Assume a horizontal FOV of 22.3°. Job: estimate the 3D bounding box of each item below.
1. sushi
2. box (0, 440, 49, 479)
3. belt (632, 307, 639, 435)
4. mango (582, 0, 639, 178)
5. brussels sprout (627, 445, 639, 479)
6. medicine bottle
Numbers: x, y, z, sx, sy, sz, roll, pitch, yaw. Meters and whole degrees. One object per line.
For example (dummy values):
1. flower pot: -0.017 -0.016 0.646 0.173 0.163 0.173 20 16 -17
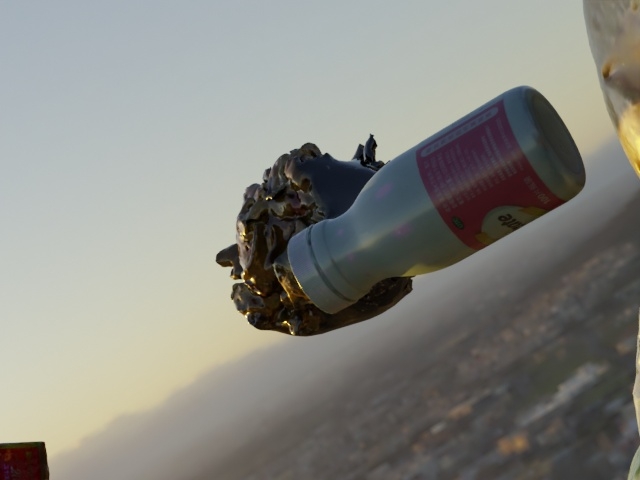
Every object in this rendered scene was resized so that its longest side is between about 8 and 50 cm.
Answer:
1. sushi: -0.003 -0.004 1.871 0.204 0.200 0.213 -10 -47 -20
2. box: -0.491 0.286 1.870 0.313 0.089 0.197 0 -11 -27
3. belt: 0.319 0.136 1.010 0.164 0.289 0.184 -16 -17 -28
4. mango: 0.321 -0.139 1.216 0.182 0.365 0.253 -18 6 -24
5. brussels sprout: 0.479 0.306 1.771 0.289 0.281 0.354 -5 -22 -5
6. medicine bottle: 0.081 -0.024 1.179 0.217 0.090 0.090 -31 -2 23
